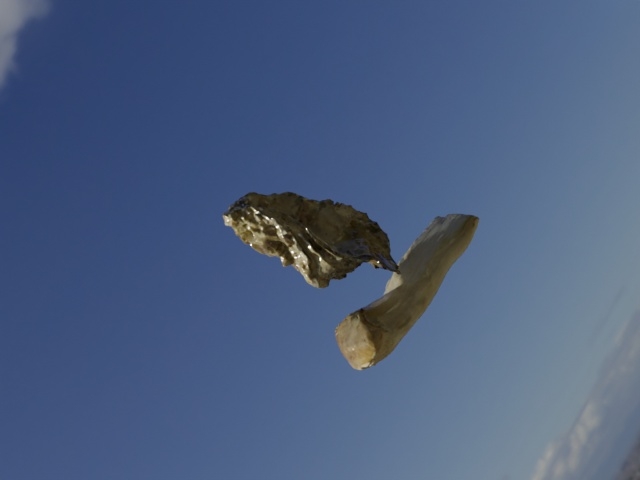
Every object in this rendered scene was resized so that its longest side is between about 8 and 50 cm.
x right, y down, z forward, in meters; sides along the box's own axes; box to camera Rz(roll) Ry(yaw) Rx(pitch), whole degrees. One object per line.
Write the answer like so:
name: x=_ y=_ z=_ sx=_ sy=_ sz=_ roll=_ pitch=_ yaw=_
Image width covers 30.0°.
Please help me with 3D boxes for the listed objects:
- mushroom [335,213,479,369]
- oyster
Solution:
mushroom: x=0.087 y=0.039 z=1.158 sx=0.202 sy=0.059 sz=0.054 roll=-48 pitch=-39 yaw=-23
oyster: x=-0.007 y=-0.003 z=1.122 sx=0.177 sy=0.105 sz=0.056 roll=11 pitch=-54 yaw=-29
